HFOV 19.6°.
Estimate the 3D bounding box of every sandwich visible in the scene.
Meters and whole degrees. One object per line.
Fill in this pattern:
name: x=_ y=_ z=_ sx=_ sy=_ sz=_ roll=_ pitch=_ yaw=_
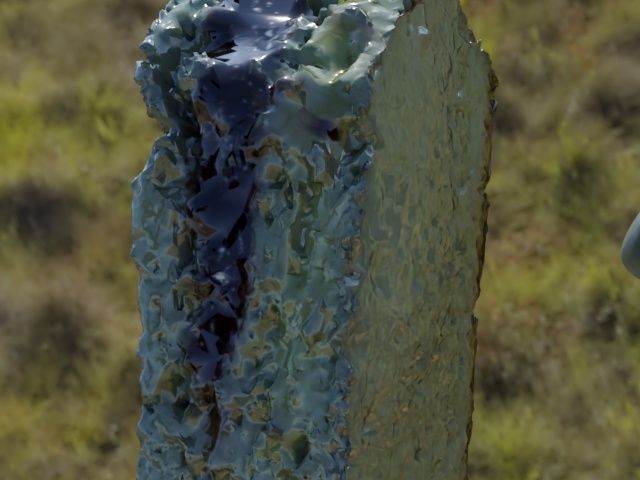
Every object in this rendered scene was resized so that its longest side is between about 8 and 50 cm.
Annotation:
sandwich: x=0.001 y=0.000 z=0.962 sx=0.131 sy=0.325 sz=0.262 roll=3 pitch=2 yaw=19

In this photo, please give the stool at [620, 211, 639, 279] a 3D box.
stool: x=0.287 y=0.010 z=0.958 sx=0.195 sy=0.199 sz=0.195 roll=11 pitch=44 yaw=-25
